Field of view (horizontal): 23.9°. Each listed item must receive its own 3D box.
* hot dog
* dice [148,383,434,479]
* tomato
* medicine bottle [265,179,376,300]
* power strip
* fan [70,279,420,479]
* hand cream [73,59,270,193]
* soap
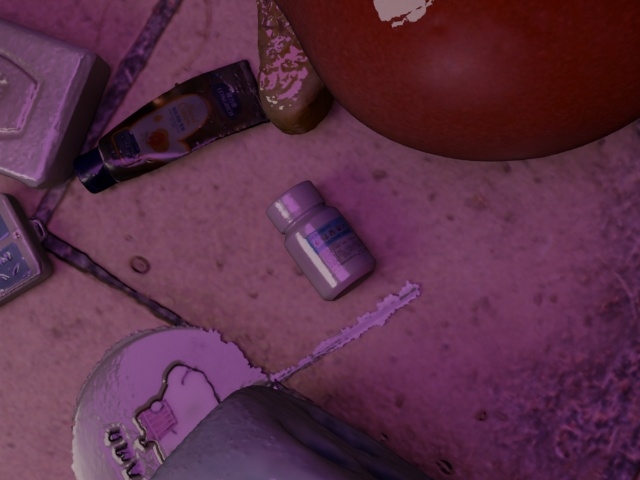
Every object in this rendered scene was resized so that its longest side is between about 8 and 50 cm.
[{"bbox_3d":[-0.013,-0.206,1.190,0.073,0.084,0.243,-3,86,6],"label":"hot dog"},{"bbox_3d":[-0.020,0.277,1.067,0.262,0.264,0.268,33,94,9],"label":"dice"},{"bbox_3d":[0.118,-0.207,1.052,0.321,0.321,0.322,-1,87,10],"label":"tomato"},{"bbox_3d":[0.000,0.000,1.189,0.052,0.052,0.089,-37,81,6],"label":"medicine bottle"},{"bbox_3d":[-0.312,0.036,1.254,0.192,0.035,0.081,-31,82,7],"label":"power strip"},{"bbox_3d":[-0.058,0.125,1.215,0.329,0.009,0.191,-32,81,8],"label":"fan"},{"bbox_3d":[-0.122,-0.088,1.226,0.163,0.039,0.062,-27,66,6],"label":"hand cream"},{"bbox_3d":[-0.279,-0.123,1.243,0.183,0.064,0.121,20,88,10],"label":"soap"}]
